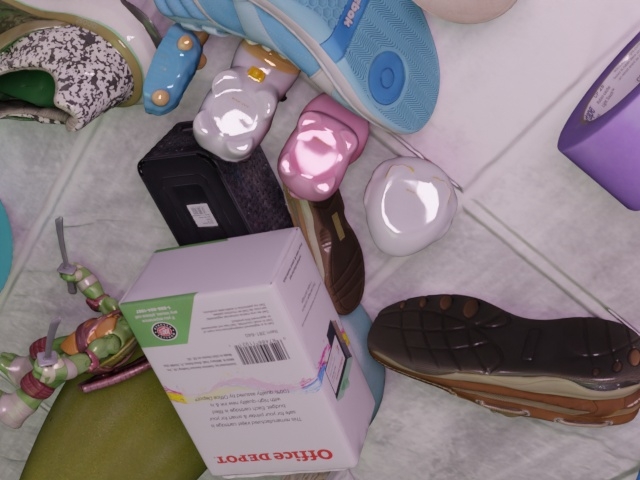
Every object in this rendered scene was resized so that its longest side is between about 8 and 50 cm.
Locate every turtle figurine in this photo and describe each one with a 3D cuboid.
[{"bbox_3d":[-0.380,0.124,1.510,0.266,0.275,0.197,-37,60,19],"label":"turtle figurine"}]

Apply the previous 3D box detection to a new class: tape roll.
[{"bbox_3d":[0.287,-0.120,0.877,0.080,0.189,0.189,39,138,-4],"label":"tape roll"}]

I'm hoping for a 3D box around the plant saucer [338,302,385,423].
[{"bbox_3d":[-0.073,0.161,1.401,0.318,0.043,0.317,7,113,17],"label":"plant saucer"}]

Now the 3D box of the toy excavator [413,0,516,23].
[{"bbox_3d":[0.036,-0.415,0.795,0.433,0.222,0.445,32,152,4],"label":"toy excavator"}]

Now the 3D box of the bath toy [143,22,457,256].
[{"bbox_3d":[-0.013,-0.109,1.133,0.348,0.151,0.129,32,175,0],"label":"bath toy"}]

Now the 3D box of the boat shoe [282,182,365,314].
[{"bbox_3d":[0.000,0.000,1.276,0.072,0.068,0.189,11,124,41],"label":"boat shoe"}]

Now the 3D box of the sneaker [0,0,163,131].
[{"bbox_3d":[-0.382,-0.202,1.244,0.411,0.182,0.158,7,131,29],"label":"sneaker"}]

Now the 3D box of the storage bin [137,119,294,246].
[{"bbox_3d":[-0.121,-0.049,1.286,0.122,0.084,0.180,-3,126,35],"label":"storage bin"}]

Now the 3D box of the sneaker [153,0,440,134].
[{"bbox_3d":[-0.034,-0.220,1.049,0.208,0.127,0.319,7,151,49],"label":"sneaker"}]

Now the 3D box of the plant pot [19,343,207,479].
[{"bbox_3d":[-0.325,0.339,1.616,0.275,0.293,0.274,18,135,19],"label":"plant pot"}]

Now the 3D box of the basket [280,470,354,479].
[{"bbox_3d":[0.001,0.427,1.620,0.103,0.113,0.167,-1,127,36],"label":"basket"}]

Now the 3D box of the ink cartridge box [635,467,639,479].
[{"bbox_3d":[0.435,0.348,1.052,0.166,0.395,0.285,45,138,-10],"label":"ink cartridge box"}]

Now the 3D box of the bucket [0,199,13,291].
[{"bbox_3d":[-0.586,0.009,1.511,0.183,0.281,0.281,-17,118,32],"label":"bucket"}]

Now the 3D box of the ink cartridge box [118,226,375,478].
[{"bbox_3d":[-0.078,0.139,1.270,0.202,0.117,0.278,-9,122,24],"label":"ink cartridge box"}]

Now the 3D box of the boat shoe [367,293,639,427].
[{"bbox_3d":[0.210,0.151,1.229,0.324,0.122,0.119,9,135,28],"label":"boat shoe"}]
